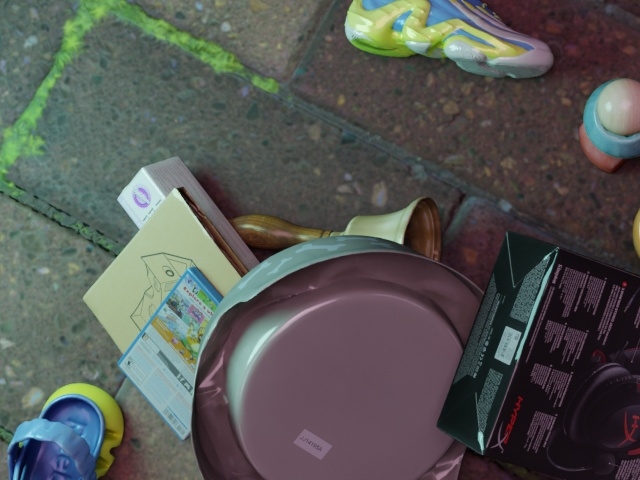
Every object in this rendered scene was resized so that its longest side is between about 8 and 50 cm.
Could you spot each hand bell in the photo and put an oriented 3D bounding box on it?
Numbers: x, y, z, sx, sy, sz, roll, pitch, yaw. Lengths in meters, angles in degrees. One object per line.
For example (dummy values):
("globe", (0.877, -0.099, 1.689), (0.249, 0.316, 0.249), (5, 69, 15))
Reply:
("hand bell", (0.000, 0.000, 1.973), (0.242, 0.126, 0.126), (8, 83, 22))

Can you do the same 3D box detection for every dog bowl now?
("dog bowl", (0.027, 0.152, 1.852), (0.349, 0.102, 0.349), (-5, 114, -12))

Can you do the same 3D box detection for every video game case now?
("video game case", (-0.145, 0.125, 1.951), (0.119, 0.015, 0.166), (48, 123, 15))

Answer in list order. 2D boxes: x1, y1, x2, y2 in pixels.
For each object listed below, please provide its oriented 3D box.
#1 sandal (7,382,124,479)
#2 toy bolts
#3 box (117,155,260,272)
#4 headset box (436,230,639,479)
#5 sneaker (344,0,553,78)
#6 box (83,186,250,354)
("sandal", (-0.312, 0.312, 1.956), (0.126, 0.138, 0.317), (9, 86, 9))
("toy bolts", (0.385, -0.093, 1.875), (0.218, 0.158, 0.228), (-40, 78, 3))
("box", (-0.100, 0.052, 1.980), (0.324, 0.067, 0.063), (52, 128, 12))
("headset box", (0.295, 0.140, 1.801), (0.293, 0.110, 0.218), (18, 93, -25))
("sneaker", (0.149, -0.258, 1.976), (0.240, 0.091, 0.126), (12, 84, 12))
("box", (-0.164, 0.064, 1.971), (0.164, 0.021, 0.201), (52, 124, 13))
